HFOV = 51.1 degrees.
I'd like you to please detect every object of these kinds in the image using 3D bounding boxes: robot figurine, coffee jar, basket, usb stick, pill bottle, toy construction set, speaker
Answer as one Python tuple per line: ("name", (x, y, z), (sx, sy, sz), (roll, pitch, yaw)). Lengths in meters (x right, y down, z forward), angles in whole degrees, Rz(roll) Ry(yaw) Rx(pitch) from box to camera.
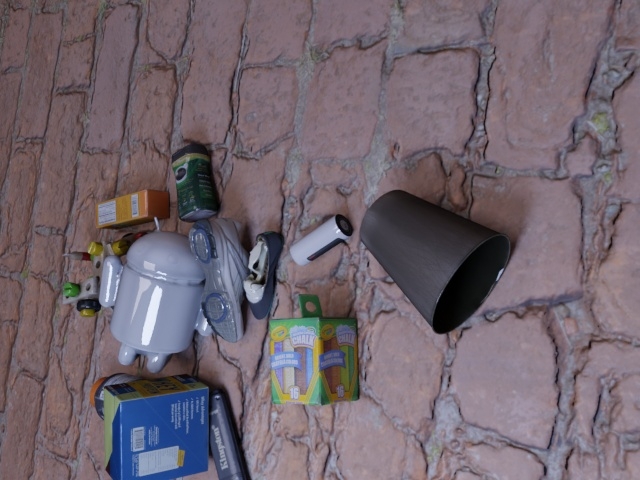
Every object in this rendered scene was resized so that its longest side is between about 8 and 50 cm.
("robot figurine", (-0.381, 0.130, 1.593), (0.299, 0.200, 0.354), (16, 98, -4))
("coffee jar", (-0.314, -0.144, 1.658), (0.096, 0.079, 0.185), (-22, 72, 38))
("basket", (0.189, 0.016, 1.192), (0.227, 0.154, 0.204), (43, 109, 38))
("usb stick", (-0.213, 0.479, 1.517), (0.077, 0.045, 0.278), (-33, 65, 32))
("pill bottle", (-0.478, 0.408, 1.687), (0.245, 0.130, 0.131), (4, 87, 40))
("toy construction set", (-0.579, 0.082, 1.741), (0.308, 0.237, 0.258), (13, 93, 40))
("speaker", (0.000, 0.000, 1.402), (0.136, 0.055, 0.055), (-33, 65, 30))

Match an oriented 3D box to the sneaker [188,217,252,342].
("sneaker", (-0.204, 0.087, 1.523), (0.111, 0.129, 0.297), (5, 106, 41))

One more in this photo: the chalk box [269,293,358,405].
("chalk box", (-0.012, 0.214, 1.334), (0.132, 0.132, 0.213), (-7, 81, 38))

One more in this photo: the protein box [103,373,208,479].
("protein box", (-0.371, 0.426, 1.515), (0.136, 0.201, 0.200), (7, 97, 57))

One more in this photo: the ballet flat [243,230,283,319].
("ballet flat", (-0.138, 0.076, 1.494), (0.074, 0.074, 0.203), (16, 94, 39))

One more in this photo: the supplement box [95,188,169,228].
("supplement box", (-0.512, -0.081, 1.812), (0.233, 0.078, 0.080), (-7, 83, 39))
